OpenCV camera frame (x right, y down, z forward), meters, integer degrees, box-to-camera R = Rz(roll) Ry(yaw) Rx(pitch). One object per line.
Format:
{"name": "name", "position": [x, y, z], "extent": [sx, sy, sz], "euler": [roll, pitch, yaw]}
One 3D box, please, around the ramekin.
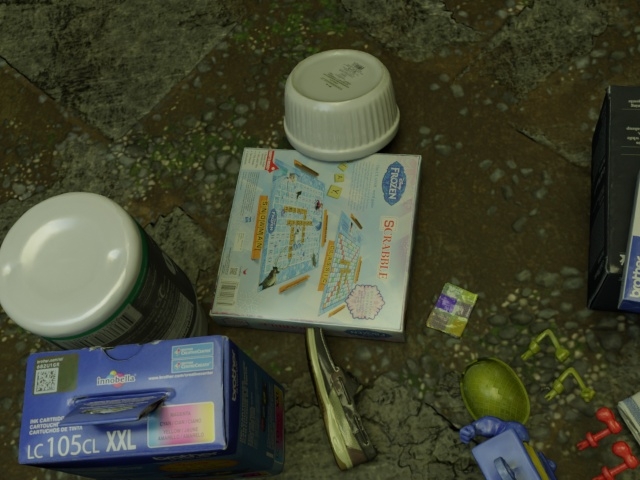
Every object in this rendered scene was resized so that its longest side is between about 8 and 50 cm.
{"name": "ramekin", "position": [0.033, -0.244, 1.342], "extent": [0.207, 0.109, 0.207], "euler": [-4, 45, 4]}

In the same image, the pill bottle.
{"name": "pill bottle", "position": [-0.303, 0.092, 1.152], "extent": [0.204, 0.361, 0.204], "euler": [-4, 67, 8]}

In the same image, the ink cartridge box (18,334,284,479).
{"name": "ink cartridge box", "position": [-0.220, 0.240, 1.055], "extent": [0.270, 0.395, 0.151], "euler": [-7, 66, 8]}

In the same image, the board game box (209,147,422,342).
{"name": "board game box", "position": [0.000, 0.000, 1.301], "extent": [0.318, 0.066, 0.318], "euler": [4, 67, 12]}

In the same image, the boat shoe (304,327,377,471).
{"name": "boat shoe", "position": [0.030, 0.238, 1.191], "extent": [0.073, 0.080, 0.223], "euler": [-14, 72, -5]}

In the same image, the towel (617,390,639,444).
{"name": "towel", "position": [0.593, 0.264, 1.081], "extent": [0.285, 0.034, 0.209], "euler": [-22, 54, -6]}

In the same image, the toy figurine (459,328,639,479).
{"name": "toy figurine", "position": [0.283, 0.277, 1.019], "extent": [0.191, 0.217, 0.362], "euler": [-36, 56, 21]}

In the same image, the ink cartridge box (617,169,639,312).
{"name": "ink cartridge box", "position": [0.467, -0.001, 1.036], "extent": [0.097, 0.046, 0.207], "euler": [11, 70, 16]}

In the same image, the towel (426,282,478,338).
{"name": "towel", "position": [0.213, 0.113, 1.246], "extent": [0.060, 0.009, 0.083], "euler": [23, 73, 19]}

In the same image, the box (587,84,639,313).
{"name": "box", "position": [0.591, -0.050, 1.157], "extent": [0.343, 0.179, 0.312], "euler": [5, 68, 13]}
